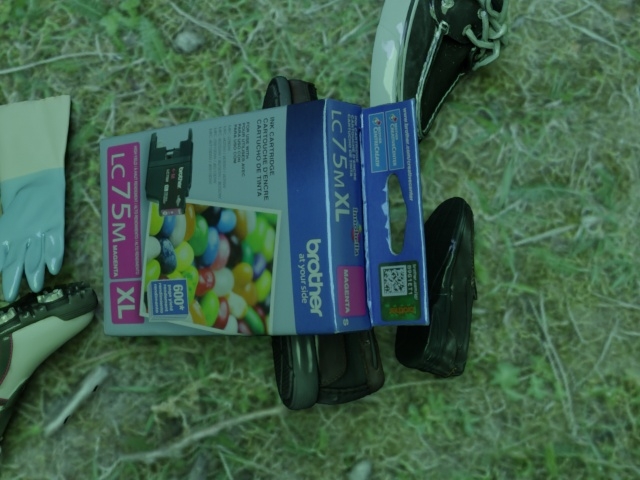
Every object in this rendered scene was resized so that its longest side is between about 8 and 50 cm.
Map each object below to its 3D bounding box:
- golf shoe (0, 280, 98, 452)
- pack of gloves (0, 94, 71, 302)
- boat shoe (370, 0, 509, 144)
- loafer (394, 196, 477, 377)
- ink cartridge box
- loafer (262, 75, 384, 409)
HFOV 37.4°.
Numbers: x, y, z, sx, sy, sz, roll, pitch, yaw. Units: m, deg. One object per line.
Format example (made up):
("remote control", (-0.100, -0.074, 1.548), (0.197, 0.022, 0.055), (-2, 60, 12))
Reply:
("golf shoe", (-0.311, 0.136, 0.863), (0.273, 0.105, 0.120), (-32, 104, -6))
("pack of gloves", (-0.332, -0.025, 0.907), (0.195, 0.046, 0.232), (-9, 57, 3))
("boat shoe", (0.128, -0.214, 0.888), (0.105, 0.113, 0.306), (11, 69, 21))
("loafer", (0.116, 0.043, 0.866), (0.061, 0.062, 0.170), (27, 70, -30))
("ink cartridge box", (-0.061, -0.012, 0.795), (0.311, 0.065, 0.185), (-4, 86, 33))
("loafer", (0.000, 0.000, 0.866), (0.095, 0.109, 0.302), (-2, 83, -16))
